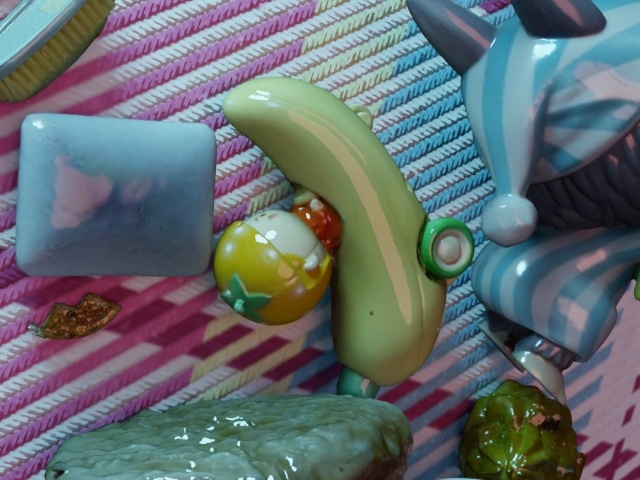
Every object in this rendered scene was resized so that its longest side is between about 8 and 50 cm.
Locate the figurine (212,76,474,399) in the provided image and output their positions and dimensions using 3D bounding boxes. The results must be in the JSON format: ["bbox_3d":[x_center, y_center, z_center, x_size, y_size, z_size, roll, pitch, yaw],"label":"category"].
[{"bbox_3d":[0.000,0.000,0.975,0.222,0.124,0.324,-40,111,-15],"label":"figurine"}]

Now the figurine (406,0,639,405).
[{"bbox_3d":[0.201,-0.098,1.030,0.378,0.266,0.361,38,91,-15],"label":"figurine"}]

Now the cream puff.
[{"bbox_3d":[0.223,0.222,1.114,0.146,0.116,0.146,-1,93,-25],"label":"cream puff"}]

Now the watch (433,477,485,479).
[{"bbox_3d":[0.167,0.326,1.039,0.244,0.196,0.231,-29,117,24],"label":"watch"}]

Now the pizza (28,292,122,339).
[{"bbox_3d":[-0.216,0.068,0.923,0.083,0.016,0.037,-14,94,-25],"label":"pizza"}]

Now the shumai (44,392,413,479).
[{"bbox_3d":[-0.059,0.274,0.881,0.314,0.267,0.262,-10,97,-21],"label":"shumai"}]

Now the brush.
[{"bbox_3d":[-0.270,-0.125,0.860,0.297,0.068,0.060,-46,135,-13],"label":"brush"}]

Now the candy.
[{"bbox_3d":[-0.174,-0.037,0.903,0.174,0.071,0.138,1,96,-30],"label":"candy"}]
